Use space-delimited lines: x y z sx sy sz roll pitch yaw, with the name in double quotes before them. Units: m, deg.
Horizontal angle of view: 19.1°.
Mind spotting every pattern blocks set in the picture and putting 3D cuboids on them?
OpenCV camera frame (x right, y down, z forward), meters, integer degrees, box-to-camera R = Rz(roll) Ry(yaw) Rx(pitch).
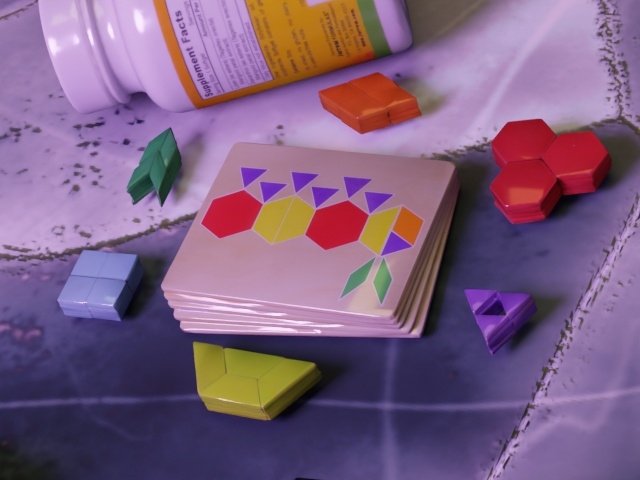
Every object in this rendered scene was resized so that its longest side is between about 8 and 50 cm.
"pattern blocks set" 0.000 0.000 1.252 0.325 0.026 0.285 14 55 30

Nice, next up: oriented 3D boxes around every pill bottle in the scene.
"pill bottle" -0.068 -0.170 1.353 0.246 0.136 0.136 -15 46 7

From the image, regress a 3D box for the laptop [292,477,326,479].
"laptop" 0.057 0.276 0.906 0.234 0.264 0.136 9 17 26
